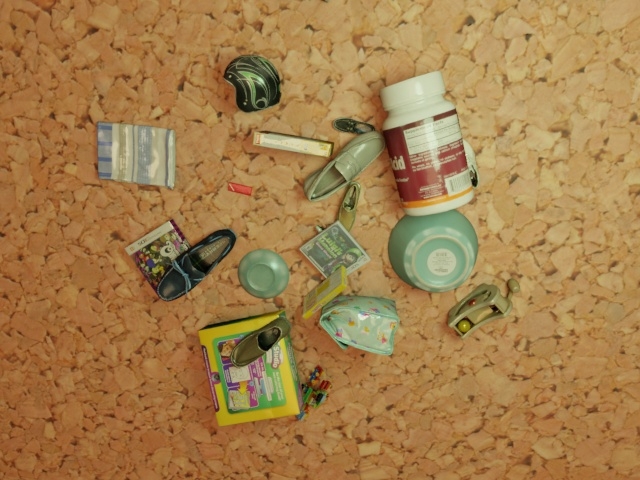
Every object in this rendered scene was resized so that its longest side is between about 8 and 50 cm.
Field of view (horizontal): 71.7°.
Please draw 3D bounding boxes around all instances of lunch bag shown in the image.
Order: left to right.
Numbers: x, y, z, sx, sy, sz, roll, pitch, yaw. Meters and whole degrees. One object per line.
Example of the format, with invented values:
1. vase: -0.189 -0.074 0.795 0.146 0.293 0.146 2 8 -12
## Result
1. lunch bag: 0.125 0.272 1.518 0.262 0.223 0.160 10 99 4

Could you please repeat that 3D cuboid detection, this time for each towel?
1. towel: -0.643 -0.297 1.543 0.284 0.034 0.209 8 104 4

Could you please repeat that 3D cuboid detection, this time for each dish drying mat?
1. dish drying mat: -0.282 -0.181 1.551 0.083 0.008 0.032 14 104 2

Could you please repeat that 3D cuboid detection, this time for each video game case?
1. video game case: -0.566 0.070 1.625 0.210 0.042 0.232 -29 100 11
2. video game case: 0.051 0.046 1.543 0.173 0.022 0.190 -35 111 18

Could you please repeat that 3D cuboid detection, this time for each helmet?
1. helmet: -0.212 -0.496 1.385 0.169 0.169 0.162 -10 119 8

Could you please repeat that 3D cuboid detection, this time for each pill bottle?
1. pill bottle: 0.317 -0.291 1.354 0.224 0.224 0.392 -15 102 9

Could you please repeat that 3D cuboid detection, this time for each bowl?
1. bowl: 0.383 0.048 1.468 0.311 0.163 0.312 1 104 6

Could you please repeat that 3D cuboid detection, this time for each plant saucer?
1. plant saucer: -0.211 0.128 1.610 0.194 0.037 0.195 1 104 4

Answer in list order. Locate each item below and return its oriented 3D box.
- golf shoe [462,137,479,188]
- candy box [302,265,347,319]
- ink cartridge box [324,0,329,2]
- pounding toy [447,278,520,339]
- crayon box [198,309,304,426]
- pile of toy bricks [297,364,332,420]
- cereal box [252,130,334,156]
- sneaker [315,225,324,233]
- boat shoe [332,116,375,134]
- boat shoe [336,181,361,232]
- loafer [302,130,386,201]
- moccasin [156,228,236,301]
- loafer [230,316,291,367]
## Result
1. golf shoe: 0.475 -0.247 1.422 0.069 0.086 0.176 -22 100 12
2. candy box: 0.014 0.182 1.547 0.027 0.105 0.206 36 118 -22
3. ink cartridge box: -0.006 -0.840 1.336 0.145 0.045 0.179 23 108 -1
4. pounding toy: 0.581 0.248 1.504 0.269 0.154 0.155 -43 97 14
5. crayon box: -0.252 0.467 1.630 0.313 0.106 0.363 -12 90 8
6. pile of toy bricks: -0.015 0.595 1.691 0.105 0.118 0.212 25 97 -41
7. cereal box: -0.080 -0.310 1.414 0.240 0.173 0.047 11 105 2
8. sneaker: 0.000 0.000 1.555 0.069 0.038 0.098 -41 97 13
9. boat shoe: 0.110 -0.373 1.447 0.142 0.040 0.049 10 105 3
10. boat shoe: 0.091 -0.105 1.501 0.068 0.072 0.190 10 105 3
11. loafer: 0.081 -0.232 1.440 0.319 0.111 0.112 -38 120 15
12. moccasin: -0.443 0.078 1.539 0.137 0.117 0.342 43 89 -11
13. loafer: -0.217 0.353 1.525 0.251 0.087 0.094 -40 85 6
